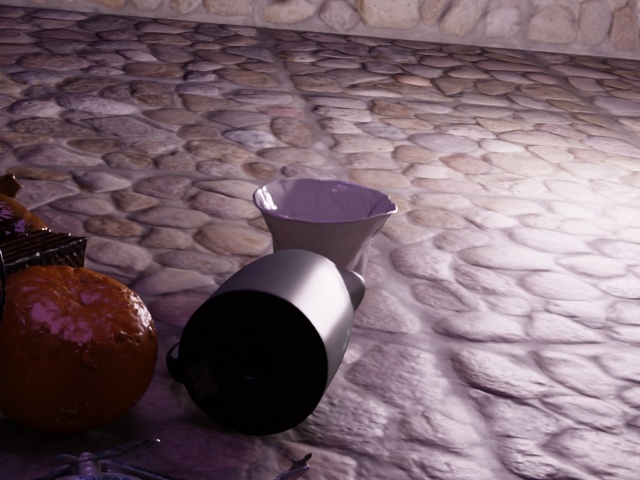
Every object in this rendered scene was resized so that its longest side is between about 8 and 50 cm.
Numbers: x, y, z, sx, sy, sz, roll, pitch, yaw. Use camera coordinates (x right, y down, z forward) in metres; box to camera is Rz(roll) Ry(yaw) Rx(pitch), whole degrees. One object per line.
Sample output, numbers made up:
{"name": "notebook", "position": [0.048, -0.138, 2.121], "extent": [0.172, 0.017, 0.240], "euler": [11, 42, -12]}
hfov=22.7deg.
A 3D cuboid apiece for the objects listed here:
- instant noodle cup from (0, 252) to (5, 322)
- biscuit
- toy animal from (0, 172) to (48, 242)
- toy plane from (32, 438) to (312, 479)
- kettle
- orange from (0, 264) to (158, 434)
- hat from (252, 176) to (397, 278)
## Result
{"name": "instant noodle cup", "position": [-0.439, -0.018, 1.596], "extent": [0.284, 0.284, 0.312], "euler": [5, 25, -7]}
{"name": "biscuit", "position": [-0.365, 0.062, 1.835], "extent": [0.070, 0.106, 0.252], "euler": [12, 18, 28]}
{"name": "toy animal", "position": [-0.452, -0.017, 2.094], "extent": [0.188, 0.089, 0.179], "euler": [7, 27, -6]}
{"name": "toy plane", "position": [-0.149, 0.246, 1.429], "extent": [0.273, 0.107, 0.182], "euler": [15, -35, -41]}
{"name": "kettle", "position": [-0.072, 0.106, 1.765], "extent": [0.221, 0.161, 0.236], "euler": [-21, 10, 17]}
{"name": "orange", "position": [-0.264, 0.114, 1.633], "extent": [0.193, 0.161, 0.193], "euler": [16, 25, -7]}
{"name": "hat", "position": [0.000, 0.000, 2.127], "extent": [0.203, 0.126, 0.203], "euler": [6, 18, -2]}
